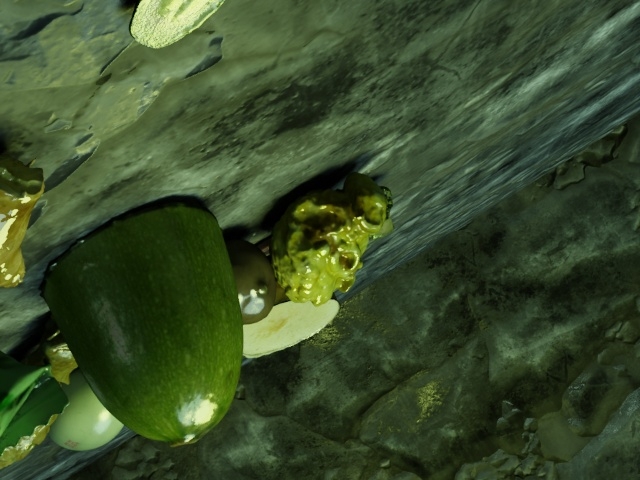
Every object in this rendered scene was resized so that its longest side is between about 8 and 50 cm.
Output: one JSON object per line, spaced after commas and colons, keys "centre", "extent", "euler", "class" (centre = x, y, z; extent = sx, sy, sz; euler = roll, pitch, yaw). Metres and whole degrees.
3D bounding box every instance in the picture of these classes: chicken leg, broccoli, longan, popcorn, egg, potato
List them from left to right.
{"centre": [-0.539, 0.274, 1.307], "extent": [0.429, 0.153, 0.201], "euler": [-46, 155, 25], "class": "chicken leg"}
{"centre": [-0.544, 0.390, 1.636], "extent": [0.182, 0.183, 0.264], "euler": [-20, 171, -43], "class": "egg"}
{"centre": [-0.168, 0.082, 1.400], "extent": [0.189, 0.189, 0.189], "euler": [-31, 168, -7], "class": "longan"}
{"centre": [-0.122, 0.133, 1.672], "extent": [0.299, 0.196, 0.246], "euler": [0, 137, -48], "class": "potato"}
{"centre": [0.000, 0.000, 1.431], "extent": [0.225, 0.174, 0.286], "euler": [-12, 139, -52], "class": "popcorn"}
{"centre": [0.097, -0.057, 1.605], "extent": [0.162, 0.138, 0.146], "euler": [-3, 118, -43], "class": "broccoli"}

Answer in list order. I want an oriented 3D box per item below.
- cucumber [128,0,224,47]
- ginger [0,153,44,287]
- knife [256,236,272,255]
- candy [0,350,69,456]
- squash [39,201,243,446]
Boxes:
{"centre": [-0.128, -0.218, 0.626], "extent": [0.107, 0.035, 0.067], "euler": [-36, 149, 22], "class": "cucumber"}
{"centre": [-0.419, 0.079, 0.719], "extent": [0.375, 0.236, 0.166], "euler": [-23, -150, -3], "class": "ginger"}
{"centre": [-0.101, 0.021, 1.584], "extent": [0.278, 0.053, 0.123], "euler": [-28, 162, -14], "class": "knife"}
{"centre": [-0.558, 0.204, 0.914], "extent": [0.263, 0.172, 0.398], "euler": [-43, 150, -3], "class": "candy"}
{"centre": [-0.231, 0.149, 1.104], "extent": [0.310, 0.309, 0.310], "euler": [-27, 159, -11], "class": "squash"}
